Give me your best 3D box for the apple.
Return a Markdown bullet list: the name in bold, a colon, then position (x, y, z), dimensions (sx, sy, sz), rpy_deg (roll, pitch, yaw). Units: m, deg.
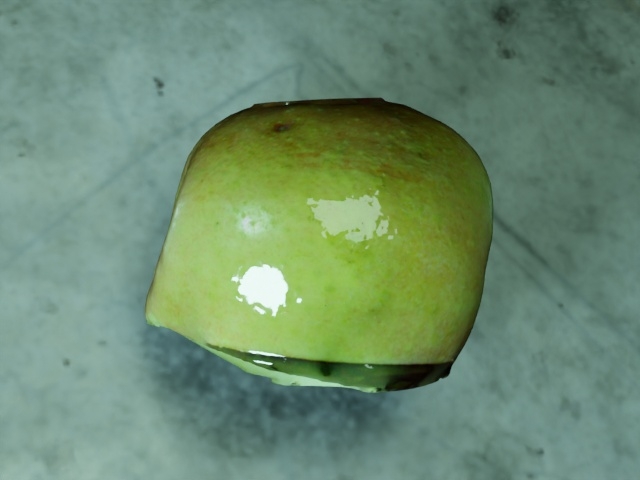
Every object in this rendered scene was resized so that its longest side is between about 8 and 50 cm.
- **apple**: position (0.000, 0.000, 1.001), dimensions (0.188, 0.174, 0.207), rpy_deg (15, 43, -14)
